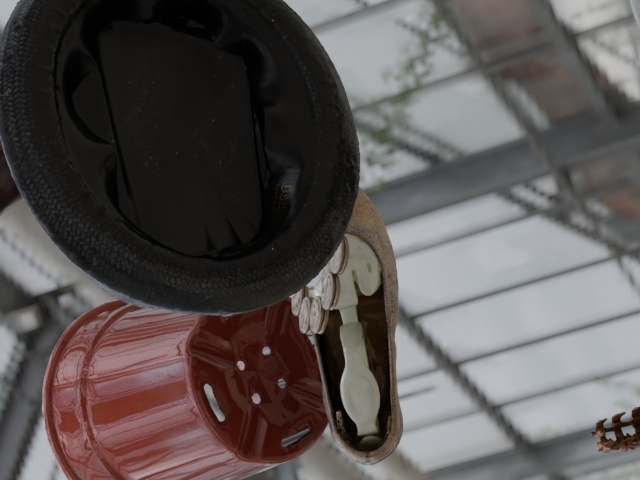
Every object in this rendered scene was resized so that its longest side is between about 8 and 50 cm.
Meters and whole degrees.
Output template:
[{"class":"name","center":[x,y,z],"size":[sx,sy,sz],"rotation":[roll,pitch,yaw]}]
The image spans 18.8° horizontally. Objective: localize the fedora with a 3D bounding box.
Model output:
[{"class":"fedora","center":[-0.130,-0.069,1.545],"size":[0.334,0.152,0.334],"rotation":[13,-124,-20]}]

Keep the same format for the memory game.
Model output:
[{"class":"memory game","center":[0.000,0.000,1.857],"size":[0.186,0.012,0.186],"rotation":[-173,90,-75]}]

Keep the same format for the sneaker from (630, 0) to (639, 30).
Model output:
[{"class":"sneaker","center":[0.382,-0.202,1.671],"size":[0.366,0.135,0.150],"rotation":[24,-139,-40]}]

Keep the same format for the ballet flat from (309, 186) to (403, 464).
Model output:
[{"class":"ballet flat","center":[0.036,0.085,2.036],"size":[0.106,0.107,0.316],"rotation":[-47,-55,-82]}]

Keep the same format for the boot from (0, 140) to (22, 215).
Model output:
[{"class":"boot","center":[-0.322,-0.040,1.915],"size":[0.090,0.207,0.248],"rotation":[60,172,13]}]

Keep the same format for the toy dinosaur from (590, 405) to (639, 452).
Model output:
[{"class":"toy dinosaur","center":[0.337,0.070,1.227],"size":[0.164,0.322,0.218],"rotation":[48,176,43]}]

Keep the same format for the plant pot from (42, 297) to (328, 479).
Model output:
[{"class":"plant pot","center":[-0.137,0.175,2.218],"size":[0.272,0.265,0.272],"rotation":[11,-109,-35]}]
